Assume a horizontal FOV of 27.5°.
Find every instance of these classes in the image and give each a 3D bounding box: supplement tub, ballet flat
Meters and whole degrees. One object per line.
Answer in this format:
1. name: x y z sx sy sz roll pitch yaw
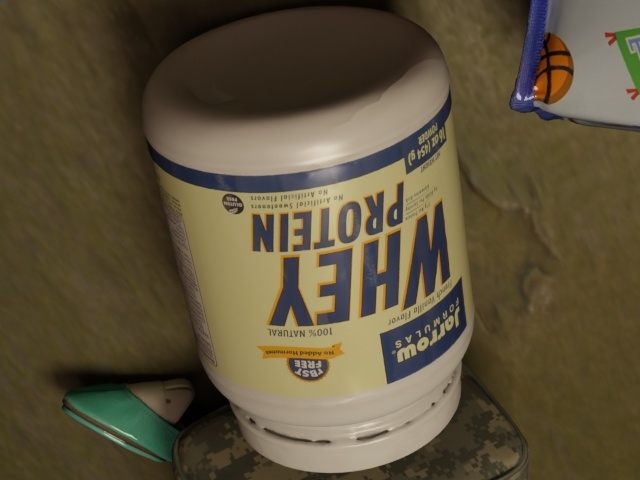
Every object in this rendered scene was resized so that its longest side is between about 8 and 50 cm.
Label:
1. supplement tub: 0.000 0.000 1.055 0.236 0.235 0.324 -9 121 3
2. ballet flat: -0.128 0.183 1.263 0.247 0.083 0.087 35 90 -21

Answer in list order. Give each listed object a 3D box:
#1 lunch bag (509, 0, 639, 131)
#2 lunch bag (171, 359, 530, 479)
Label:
1. lunch bag: 0.314 -0.255 0.869 0.328 0.239 0.385 9 95 15
2. lunch bag: 0.038 0.267 1.205 0.305 0.212 0.256 -22 136 -19
